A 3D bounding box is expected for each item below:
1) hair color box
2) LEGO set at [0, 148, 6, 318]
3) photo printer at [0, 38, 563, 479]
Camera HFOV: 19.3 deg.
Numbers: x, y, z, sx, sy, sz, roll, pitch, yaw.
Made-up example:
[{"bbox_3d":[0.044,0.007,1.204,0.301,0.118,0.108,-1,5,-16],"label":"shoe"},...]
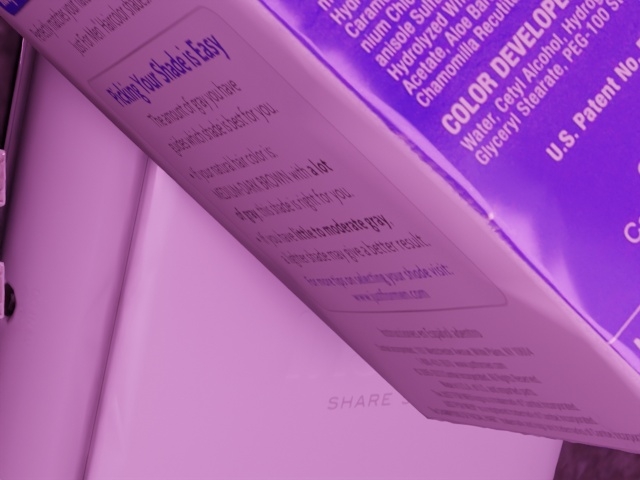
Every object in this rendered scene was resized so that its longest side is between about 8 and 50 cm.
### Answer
[{"bbox_3d":[-0.026,-0.096,0.477,0.339,0.185,0.110,42,77,-12],"label":"hair color box"},{"bbox_3d":[-0.160,0.084,0.593,0.087,0.093,0.227,11,72,-42],"label":"LEGO set"},{"bbox_3d":[0.000,0.000,0.698,0.256,0.107,0.307,1,109,-41],"label":"photo printer"}]
